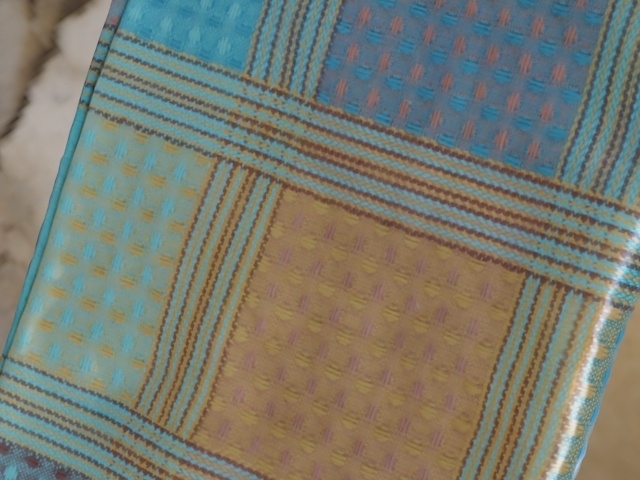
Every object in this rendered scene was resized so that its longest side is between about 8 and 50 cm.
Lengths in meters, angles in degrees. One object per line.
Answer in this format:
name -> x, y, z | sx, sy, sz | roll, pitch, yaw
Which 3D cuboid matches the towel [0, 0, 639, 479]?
towel -> 0.000, 0.000, 0.799 | 0.271, 0.370, 0.040 | 19, 2, 29
